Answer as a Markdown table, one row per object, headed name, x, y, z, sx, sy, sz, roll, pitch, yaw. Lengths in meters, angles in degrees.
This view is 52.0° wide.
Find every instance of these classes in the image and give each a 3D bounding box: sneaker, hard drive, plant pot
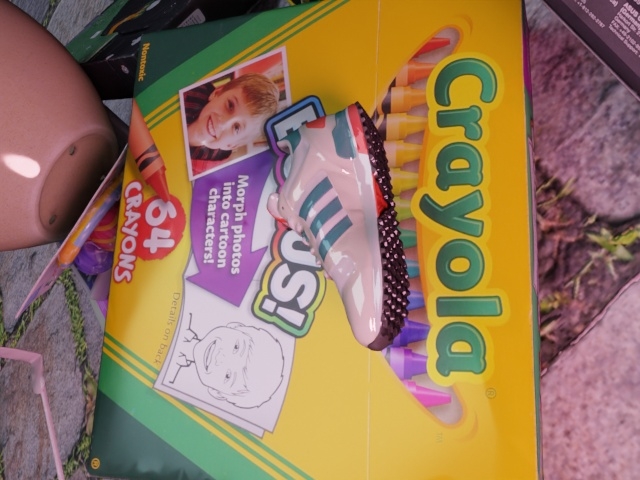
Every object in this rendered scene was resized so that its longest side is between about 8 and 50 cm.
| name | x | y | z | sx | sy | sz | roll | pitch | yaw |
| --- | --- | --- | --- | --- | --- | --- | --- | --- | --- |
| sneaker | 0.008 | -0.007 | 0.410 | 0.075 | 0.057 | 0.161 | -14 | 67 | 18 |
| hard drive | -0.227 | -0.279 | 0.867 | 0.339 | 0.064 | 0.237 | 10 | 55 | 47 |
| plant pot | -0.331 | -0.098 | 0.695 | 0.191 | 0.284 | 0.284 | 27 | 101 | 10 |

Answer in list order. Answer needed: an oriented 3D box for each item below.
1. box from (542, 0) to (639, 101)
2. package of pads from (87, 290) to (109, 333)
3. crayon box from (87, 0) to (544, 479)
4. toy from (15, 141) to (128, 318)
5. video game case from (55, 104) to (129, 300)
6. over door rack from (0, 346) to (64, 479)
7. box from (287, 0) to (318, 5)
| name | x | y | z | sx | sy | sz | roll | pitch | yaw |
| --- | --- | --- | --- | --- | --- | --- | --- | --- | --- |
| box | 0.215 | -0.163 | 0.207 | 0.395 | 0.097 | 0.318 | 54 | 155 | 18 |
| package of pads | -0.166 | -0.011 | 0.768 | 0.296 | 0.101 | 0.229 | -58 | 46 | 18 |
| crayon box | 0.000 | 0.000 | 0.499 | 0.313 | 0.106 | 0.362 | -3 | 75 | 22 |
| toy | -0.204 | -0.026 | 0.657 | 0.237 | 0.056 | 0.137 | -54 | 10 | 18 |
| video game case | -0.268 | -0.054 | 0.796 | 0.201 | 0.023 | 0.183 | 38 | 107 | 44 |
| over door rack | -0.173 | 0.200 | 0.657 | 0.239 | 0.108 | 0.324 | -34 | 74 | 22 |
| box | -0.069 | -0.415 | 0.612 | 0.079 | 0.322 | 0.257 | -29 | 61 | -11 |
